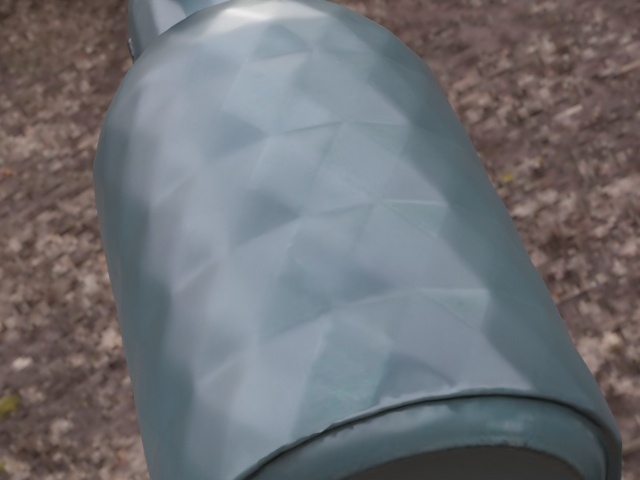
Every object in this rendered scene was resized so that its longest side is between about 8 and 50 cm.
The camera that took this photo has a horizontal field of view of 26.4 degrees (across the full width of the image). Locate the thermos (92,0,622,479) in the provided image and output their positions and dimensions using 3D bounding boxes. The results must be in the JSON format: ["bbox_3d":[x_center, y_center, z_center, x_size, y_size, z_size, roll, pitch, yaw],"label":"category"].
[{"bbox_3d":[0.000,0.000,0.510,0.145,0.182,0.286,-31,47,14],"label":"thermos"}]
